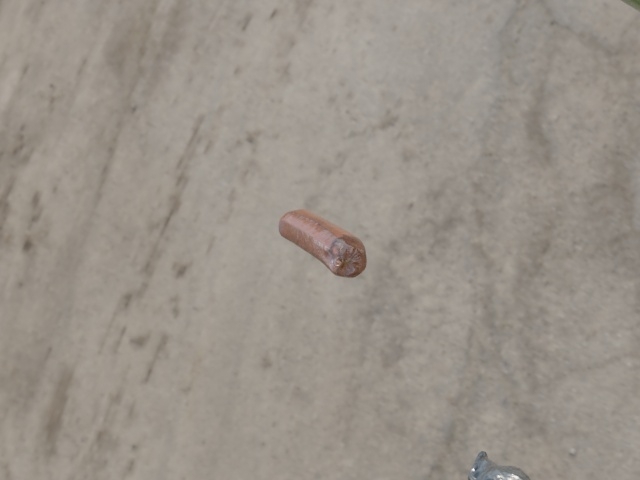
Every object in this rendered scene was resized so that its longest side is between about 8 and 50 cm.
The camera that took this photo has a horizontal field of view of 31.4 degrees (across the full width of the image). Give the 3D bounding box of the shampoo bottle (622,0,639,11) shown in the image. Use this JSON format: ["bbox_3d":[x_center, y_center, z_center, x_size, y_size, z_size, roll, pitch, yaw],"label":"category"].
[{"bbox_3d":[0.303,-0.162,0.767,0.101,0.284,0.101,-58,13,22],"label":"shampoo bottle"}]

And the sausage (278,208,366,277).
[{"bbox_3d":[0.000,0.000,0.918,0.147,0.030,0.035,-146,52,-65],"label":"sausage"}]

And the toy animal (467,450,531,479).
[{"bbox_3d":[0.271,0.341,1.496,0.210,0.117,0.121,-121,42,-69],"label":"toy animal"}]
